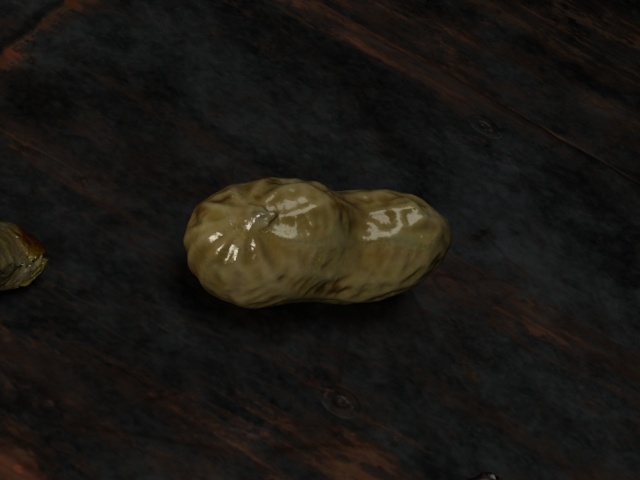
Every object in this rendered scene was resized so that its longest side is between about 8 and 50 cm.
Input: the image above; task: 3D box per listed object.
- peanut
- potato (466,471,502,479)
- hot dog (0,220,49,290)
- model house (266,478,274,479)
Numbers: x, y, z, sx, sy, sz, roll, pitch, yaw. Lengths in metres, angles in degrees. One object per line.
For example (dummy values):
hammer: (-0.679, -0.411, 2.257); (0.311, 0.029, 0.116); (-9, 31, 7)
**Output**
peanut: (0.000, 0.000, 1.955); (0.325, 0.153, 0.140); (-2, 48, -27)
potato: (0.148, 0.362, 1.664); (0.120, 0.100, 0.261); (-14, 57, 6)
hot dog: (-0.336, 0.018, 1.777); (0.078, 0.061, 0.169); (49, 13, 16)
model house: (0.034, 0.411, 1.342); (0.339, 0.297, 0.360); (24, 27, -17)
